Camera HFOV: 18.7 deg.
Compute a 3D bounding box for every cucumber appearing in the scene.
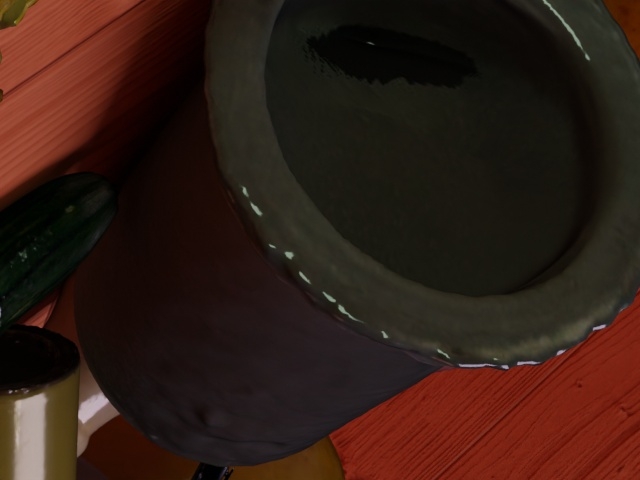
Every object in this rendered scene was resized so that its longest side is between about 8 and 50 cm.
[{"bbox_3d":[-0.140,0.001,0.939,0.105,0.048,0.048,-43,174,-33],"label":"cucumber"}]

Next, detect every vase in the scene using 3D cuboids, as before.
[{"bbox_3d":[0.000,0.000,0.987,0.245,0.245,0.291,-37,176,-35],"label":"vase"}]

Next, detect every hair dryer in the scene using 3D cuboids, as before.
[{"bbox_3d":[-0.238,0.141,0.965,0.278,0.090,0.135,-17,120,-46],"label":"hair dryer"}]

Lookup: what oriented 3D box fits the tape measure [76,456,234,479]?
[{"bbox_3d":[-0.178,0.185,1.263,0.098,0.215,0.351,-35,153,-51],"label":"tape measure"}]

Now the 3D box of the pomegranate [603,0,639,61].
[{"bbox_3d":[0.198,-0.135,1.129,0.264,0.264,0.264,-42,173,-6],"label":"pomegranate"}]

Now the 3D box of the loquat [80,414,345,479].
[{"bbox_3d":[-0.119,0.209,1.462,0.275,0.275,0.275,-42,173,-6],"label":"loquat"}]

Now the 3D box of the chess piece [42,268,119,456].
[{"bbox_3d":[-0.187,0.123,1.144,0.397,0.117,0.117,-42,173,-11],"label":"chess piece"}]

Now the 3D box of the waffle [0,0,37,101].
[{"bbox_3d":[-0.157,-0.020,0.572,0.228,0.051,0.231,-53,180,35],"label":"waffle"}]

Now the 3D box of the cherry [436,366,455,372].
[{"bbox_3d":[0.076,-0.011,1.379,0.307,0.221,0.261,-23,168,-5],"label":"cherry"}]
